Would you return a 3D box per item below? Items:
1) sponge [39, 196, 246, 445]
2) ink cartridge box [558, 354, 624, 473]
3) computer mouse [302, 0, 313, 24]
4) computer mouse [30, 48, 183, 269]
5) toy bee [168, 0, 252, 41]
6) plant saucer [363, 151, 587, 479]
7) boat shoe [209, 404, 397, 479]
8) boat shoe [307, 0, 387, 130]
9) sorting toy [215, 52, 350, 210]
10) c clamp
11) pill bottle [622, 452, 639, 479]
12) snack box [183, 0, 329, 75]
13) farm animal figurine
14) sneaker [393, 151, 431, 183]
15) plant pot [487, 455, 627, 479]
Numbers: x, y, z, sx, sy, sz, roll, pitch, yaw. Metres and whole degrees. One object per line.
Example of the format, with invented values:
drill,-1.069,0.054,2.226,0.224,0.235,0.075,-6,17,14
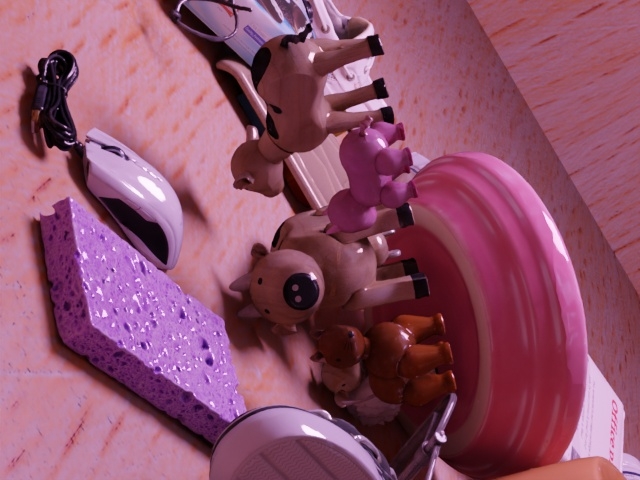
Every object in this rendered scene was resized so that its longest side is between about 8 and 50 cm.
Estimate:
sponge,-0.126,0.065,1.250,0.210,0.031,0.117,44,23,-48
ink cartridge box,0.238,0.188,1.953,0.273,0.114,0.198,52,33,-31
computer mouse,-0.025,-0.320,1.983,0.071,0.041,0.242,-122,-144,-44
computer mouse,-0.158,-0.058,1.343,0.193,0.042,0.106,51,17,-31
toy bee,-0.132,-0.365,1.665,0.298,0.162,0.195,42,50,19
plant saucer,0.134,0.081,1.666,0.084,0.332,0.332,-8,62,-26
boat shoe,-0.009,0.190,1.291,0.119,0.121,0.335,63,3,34
boat shoe,0.027,-0.238,2.132,0.277,0.096,0.098,50,19,-36
sorting toy,-0.017,-0.123,1.917,0.229,0.041,0.307,55,16,-4
c clamp,0.076,0.198,1.493,0.022,0.161,0.137,30,49,-3
pill bottle,0.394,0.361,2.221,0.112,0.112,0.187,55,17,-20
snack box,-0.098,-0.311,1.875,0.187,0.060,0.322,40,21,-40
farm animal figurine,0.000,0.000,1.513,0.327,0.172,0.330,79,-1,-81
sneaker,0.113,-0.049,2.105,0.094,0.091,0.258,55,-5,-5
plant pot,0.209,0.325,1.536,0.291,0.203,0.291,54,16,-24
